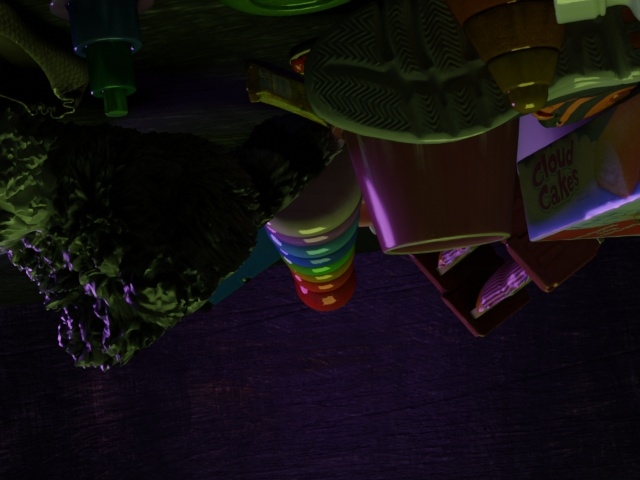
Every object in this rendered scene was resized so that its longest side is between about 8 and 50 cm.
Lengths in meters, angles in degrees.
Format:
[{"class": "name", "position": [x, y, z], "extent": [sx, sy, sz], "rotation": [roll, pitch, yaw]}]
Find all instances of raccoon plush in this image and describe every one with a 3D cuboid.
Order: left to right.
[{"class": "raccoon plush", "position": [-0.200, -0.087, 0.974], "extent": [0.216, 0.299, 0.446], "rotation": [-31, -167, 37]}]

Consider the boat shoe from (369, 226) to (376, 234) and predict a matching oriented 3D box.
[{"class": "boat shoe", "position": [0.095, -0.055, 1.710], "extent": [0.268, 0.088, 0.096], "rotation": [-8, 174, 6]}]

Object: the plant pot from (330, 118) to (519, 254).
[{"class": "plant pot", "position": [0.113, -0.083, 1.009], "extent": [0.201, 0.180, 0.201], "rotation": [-6, 174, -1]}]

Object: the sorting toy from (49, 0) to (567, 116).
[{"class": "sorting toy", "position": [0.014, -0.134, 0.661], "extent": [0.366, 0.126, 0.127], "rotation": [-7, 174, -13]}]

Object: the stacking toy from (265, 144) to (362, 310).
[{"class": "stacking toy", "position": [0.000, 0.000, 1.349], "extent": [0.141, 0.141, 0.330], "rotation": [-8, 152, 4]}]

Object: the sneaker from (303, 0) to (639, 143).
[{"class": "sneaker", "position": [0.151, -0.134, 0.836], "extent": [0.321, 0.124, 0.180], "rotation": [-8, 173, 5]}]

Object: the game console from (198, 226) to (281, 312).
[{"class": "game console", "position": [-0.220, -0.033, 1.379], "extent": [0.250, 0.173, 0.293], "rotation": [-35, 148, 6]}]

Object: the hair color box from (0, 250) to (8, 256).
[{"class": "hair color box", "position": [-0.444, -0.045, 1.027], "extent": [0.185, 0.113, 0.374], "rotation": [-11, 172, 37]}]

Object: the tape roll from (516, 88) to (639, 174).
[{"class": "tape roll", "position": [0.357, -0.142, 1.133], "extent": [0.286, 0.100, 0.286], "rotation": [-7, 174, -1]}]

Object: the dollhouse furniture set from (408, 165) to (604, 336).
[{"class": "dollhouse furniture set", "position": [0.323, -0.045, 1.363], "extent": [0.374, 0.152, 0.201], "rotation": [-33, 171, -30]}]

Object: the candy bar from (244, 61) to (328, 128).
[{"class": "candy bar", "position": [-0.028, -0.139, 0.975], "extent": [0.018, 0.040, 0.161], "rotation": [-11, 173, 25]}]

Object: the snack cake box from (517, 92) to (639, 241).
[{"class": "snack cake box", "position": [0.312, -0.068, 0.928], "extent": [0.152, 0.089, 0.264], "rotation": [-5, 170, -18]}]

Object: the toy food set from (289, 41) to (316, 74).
[{"class": "toy food set", "position": [0.015, -0.162, 0.904], "extent": [0.083, 0.020, 0.083], "rotation": [-11, 173, 30]}]

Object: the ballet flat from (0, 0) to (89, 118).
[{"class": "ballet flat", "position": [-0.237, -0.130, 0.715], "extent": [0.084, 0.058, 0.250], "rotation": [-9, 174, 14]}]

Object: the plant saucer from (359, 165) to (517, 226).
[{"class": "plant saucer", "position": [0.135, -0.085, 1.492], "extent": [0.332, 0.084, 0.332], "rotation": [-8, 174, -1]}]

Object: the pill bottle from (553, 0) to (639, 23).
[{"class": "pill bottle", "position": [0.223, -0.179, 0.561], "extent": [0.194, 0.108, 0.108], "rotation": [-9, 174, 15]}]
